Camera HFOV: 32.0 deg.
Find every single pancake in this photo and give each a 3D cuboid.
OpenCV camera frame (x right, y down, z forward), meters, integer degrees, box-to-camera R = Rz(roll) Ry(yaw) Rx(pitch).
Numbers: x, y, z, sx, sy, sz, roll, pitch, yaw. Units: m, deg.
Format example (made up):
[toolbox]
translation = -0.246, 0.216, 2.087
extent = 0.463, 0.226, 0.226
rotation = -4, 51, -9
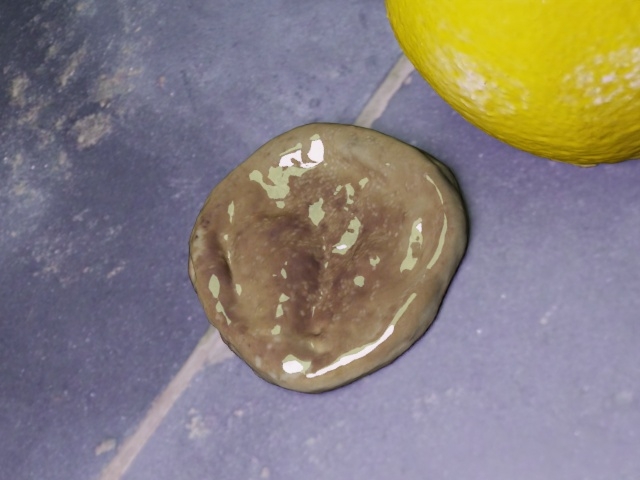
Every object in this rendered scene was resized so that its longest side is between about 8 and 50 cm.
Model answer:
[pancake]
translation = 0.000, 0.000, 1.080
extent = 0.294, 0.049, 0.295
rotation = -11, 57, 18

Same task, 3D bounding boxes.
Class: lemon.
[lemon]
translation = 0.209, -0.257, 0.949
extent = 0.364, 0.364, 0.364
rotation = -12, 57, 19
